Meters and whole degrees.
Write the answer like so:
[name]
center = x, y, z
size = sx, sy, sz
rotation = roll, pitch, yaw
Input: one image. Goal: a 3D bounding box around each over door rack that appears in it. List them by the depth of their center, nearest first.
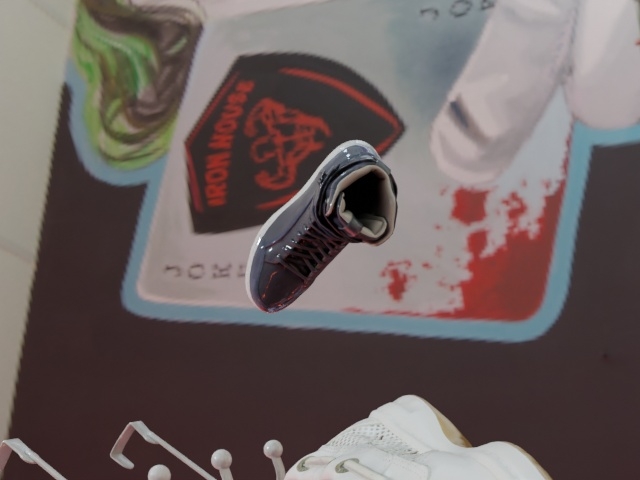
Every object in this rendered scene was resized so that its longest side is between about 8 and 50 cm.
[over door rack]
center = -0.152, 0.257, 1.170
size = 0.239, 0.324, 0.108
rotation = 8, -81, -62

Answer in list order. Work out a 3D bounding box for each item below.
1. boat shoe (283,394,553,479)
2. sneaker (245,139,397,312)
[boat shoe]
center = 0.039, 0.133, 0.444
size = 0.277, 0.096, 0.098
rotation = 178, 72, -80
[sneaker]
center = -0.001, -0.002, 1.199
size = 0.086, 0.226, 0.163
rotation = 32, -173, -17
